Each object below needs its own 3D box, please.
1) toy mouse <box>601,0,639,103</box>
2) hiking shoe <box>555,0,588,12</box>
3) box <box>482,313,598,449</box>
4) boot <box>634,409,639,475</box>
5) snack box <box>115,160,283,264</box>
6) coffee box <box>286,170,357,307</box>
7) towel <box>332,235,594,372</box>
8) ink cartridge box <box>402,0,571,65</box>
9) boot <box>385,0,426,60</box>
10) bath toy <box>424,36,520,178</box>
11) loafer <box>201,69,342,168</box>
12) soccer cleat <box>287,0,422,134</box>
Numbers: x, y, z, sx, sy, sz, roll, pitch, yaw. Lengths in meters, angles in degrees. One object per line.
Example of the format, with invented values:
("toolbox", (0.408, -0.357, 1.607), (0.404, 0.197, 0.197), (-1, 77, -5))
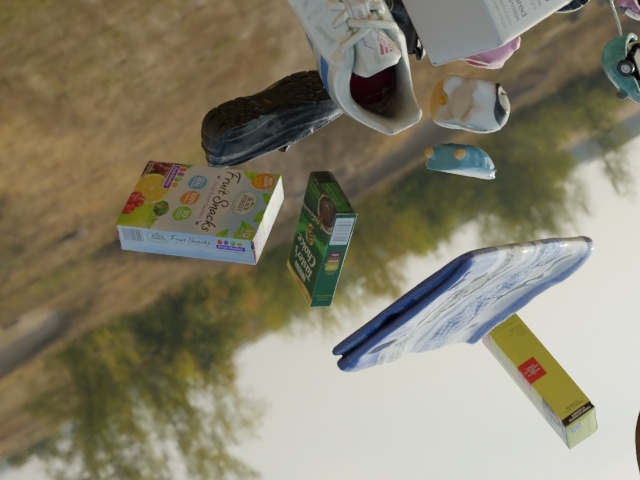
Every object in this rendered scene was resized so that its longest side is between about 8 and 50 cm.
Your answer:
("toy mouse", (0.259, -0.168, 1.194), (0.031, 0.161, 0.143), (-7, 162, 36))
("hiking shoe", (0.299, -0.423, 1.758), (0.304, 0.113, 0.132), (-69, -162, -3))
("box", (0.330, 0.203, 2.200), (0.058, 0.232, 0.087), (-32, 147, -7))
("boot", (0.366, 0.273, 1.238), (0.115, 0.305, 0.112), (-9, -156, 30))
("snack box", (-0.117, -0.029, 1.414), (0.141, 0.037, 0.100), (7, -134, 14))
("coffee box", (0.000, 0.000, 2.206), (0.040, 0.113, 0.184), (-3, 130, -24))
("towel", (0.159, 0.065, 1.533), (0.209, 0.034, 0.285), (-40, 161, 30))
("ink cartridge box", (0.146, -0.247, 1.112), (0.203, 0.148, 0.086), (-36, -165, -33))
("boot", (0.035, -0.342, 1.667), (0.091, 0.263, 0.229), (-50, 169, -45))
("bath toy", (0.234, -0.262, 2.025), (0.129, 0.348, 0.151), (8, -172, -37))
("loafer", (-0.050, -0.149, 1.777), (0.223, 0.076, 0.078), (-24, 141, -28))
("soccer cleat", (0.026, -0.252, 1.496), (0.116, 0.331, 0.143), (-33, -143, -6))
